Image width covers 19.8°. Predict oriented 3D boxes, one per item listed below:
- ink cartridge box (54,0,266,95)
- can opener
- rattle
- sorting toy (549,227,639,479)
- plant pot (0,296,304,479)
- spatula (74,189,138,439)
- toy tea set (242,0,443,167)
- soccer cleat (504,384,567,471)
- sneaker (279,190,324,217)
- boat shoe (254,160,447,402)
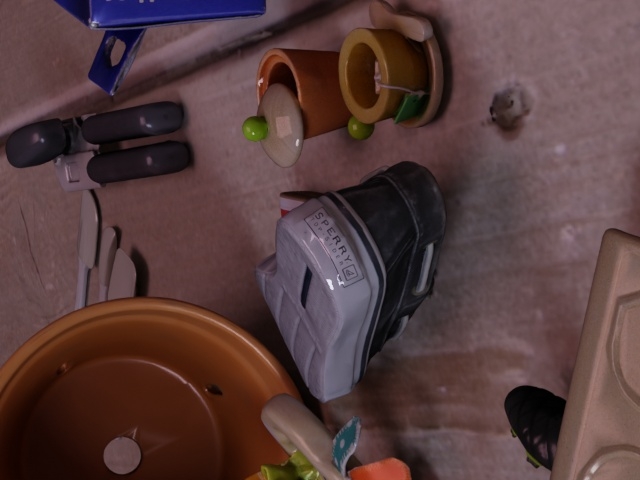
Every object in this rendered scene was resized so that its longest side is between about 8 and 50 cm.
[{"bbox_3d":[-0.147,-0.321,1.465,0.270,0.151,0.395,-142,47,-68],"label":"ink cartridge box"},{"bbox_3d":[-0.226,-0.087,1.785,0.283,0.095,0.076,-3,97,62],"label":"can opener"},{"bbox_3d":[-0.022,0.197,1.411,0.130,0.143,0.199,70,166,-14],"label":"rattle"},{"bbox_3d":[0.233,0.076,1.027,0.229,0.041,0.307,24,108,48],"label":"sorting toy"},{"bbox_3d":[-0.163,0.196,1.598,0.203,0.291,0.291,165,95,-79],"label":"plant pot"},{"bbox_3d":[-0.232,0.084,1.931,0.168,0.019,0.242,48,138,44],"label":"spatula"},{"bbox_3d":[0.003,-0.185,1.300,0.200,0.124,0.336,48,138,45],"label":"toy tea set"},{"bbox_3d":[0.185,0.135,1.144,0.179,0.060,0.072,43,126,39],"label":"soccer cleat"},{"bbox_3d":[0.000,0.000,1.450,0.118,0.042,0.067,-157,65,-66],"label":"sneaker"},{"bbox_3d":[0.032,0.033,1.332,0.121,0.119,0.335,62,168,8],"label":"boat shoe"}]
